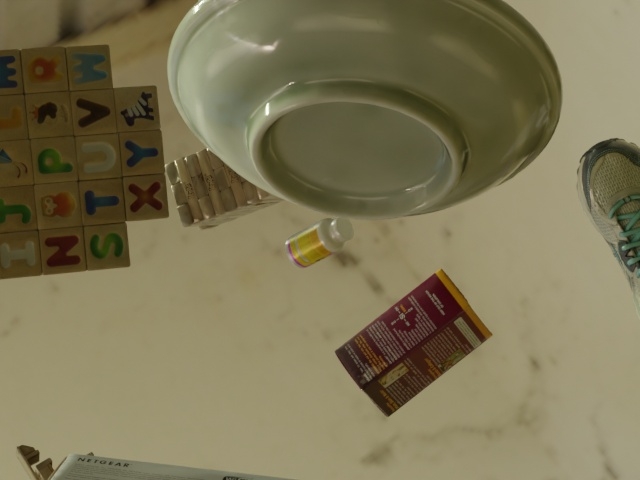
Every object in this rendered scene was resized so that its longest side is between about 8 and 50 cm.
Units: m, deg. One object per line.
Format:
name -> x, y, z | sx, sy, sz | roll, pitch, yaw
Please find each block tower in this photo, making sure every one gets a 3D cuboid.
block tower -> -0.042, -0.105, 2.255 | 0.335, 0.091, 0.097 | -21, -8, 28

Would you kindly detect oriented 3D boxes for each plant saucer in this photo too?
plant saucer -> 0.040, -0.118, 1.775 | 0.400, 0.101, 0.400 | 5, -33, 3

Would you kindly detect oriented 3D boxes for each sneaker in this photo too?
sneaker -> 0.394, 0.010, 2.079 | 0.110, 0.283, 0.122 | -28, 15, 5

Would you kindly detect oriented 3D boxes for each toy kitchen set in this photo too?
toy kitchen set -> -0.276, 0.236, 1.905 | 0.075, 0.068, 0.083 | -30, -17, -21

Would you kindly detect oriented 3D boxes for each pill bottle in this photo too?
pill bottle -> 0.000, 0.000, 2.136 | 0.083, 0.043, 0.043 | -27, -13, 38

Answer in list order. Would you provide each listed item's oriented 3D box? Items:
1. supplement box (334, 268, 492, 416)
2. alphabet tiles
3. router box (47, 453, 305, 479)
supplement box -> 0.128, 0.141, 2.433 | 0.188, 0.081, 0.104 | -38, -36, 3
alphabet tiles -> -0.361, -0.098, 2.220 | 0.342, 0.285, 0.011 | -5, 2, -20
router box -> -0.081, 0.360, 1.612 | 0.082, 0.335, 0.301 | -60, -27, -66
